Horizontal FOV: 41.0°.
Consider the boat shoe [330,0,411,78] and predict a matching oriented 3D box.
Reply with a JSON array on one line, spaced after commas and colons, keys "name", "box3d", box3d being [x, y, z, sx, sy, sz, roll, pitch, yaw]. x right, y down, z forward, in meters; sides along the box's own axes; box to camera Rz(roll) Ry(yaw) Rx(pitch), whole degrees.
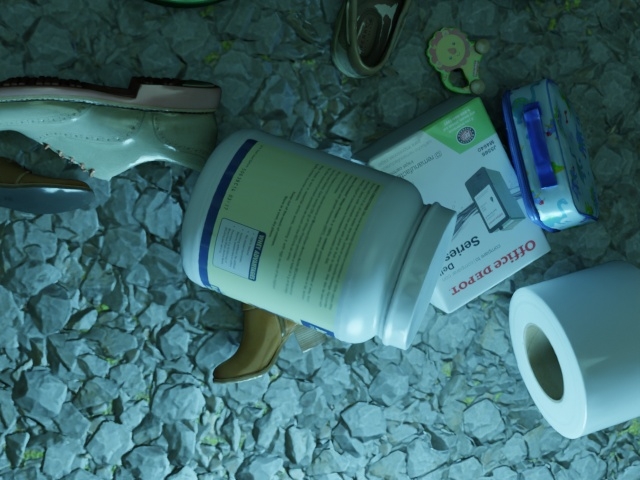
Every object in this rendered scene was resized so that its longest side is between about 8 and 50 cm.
[{"name": "boat shoe", "box3d": [0.101, -0.405, 1.244, 0.122, 0.110, 0.340, 8, 98, -14]}]

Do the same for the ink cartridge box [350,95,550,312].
[{"name": "ink cartridge box", "box3d": [0.202, -0.057, 1.322, 0.198, 0.115, 0.272, -31, 104, -6]}]

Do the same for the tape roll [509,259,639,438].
[{"name": "tape roll", "box3d": [0.425, 0.168, 1.343, 0.169, 0.246, 0.246, -16, 102, -10]}]

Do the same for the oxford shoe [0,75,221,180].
[{"name": "oxford shoe", "box3d": [-0.336, -0.150, 1.180, 0.397, 0.140, 0.146, 0, 106, -10]}]

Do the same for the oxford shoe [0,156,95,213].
[{"name": "oxford shoe", "box3d": [-0.427, -0.084, 1.208, 0.212, 0.076, 0.076, 4, 59, -23]}]

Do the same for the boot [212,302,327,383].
[{"name": "boot", "box3d": [-0.101, 0.122, 1.313, 0.197, 0.073, 0.152, -27, 101, -14]}]

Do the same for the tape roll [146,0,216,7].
[{"name": "tape roll", "box3d": [-0.193, -0.489, 1.184, 0.322, 0.077, 0.321, -2, 100, -12]}]

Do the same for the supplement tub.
[{"name": "supplement tub", "box3d": [0.000, 0.000, 1.172, 0.325, 0.235, 0.235, 20, 95, 13]}]

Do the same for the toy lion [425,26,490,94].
[{"name": "toy lion", "box3d": [0.210, -0.280, 1.333, 0.096, 0.034, 0.100, 4, 99, -6]}]

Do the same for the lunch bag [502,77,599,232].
[{"name": "lunch bag", "box3d": [0.345, -0.126, 1.287, 0.090, 0.176, 0.218, -16, 80, 27]}]
